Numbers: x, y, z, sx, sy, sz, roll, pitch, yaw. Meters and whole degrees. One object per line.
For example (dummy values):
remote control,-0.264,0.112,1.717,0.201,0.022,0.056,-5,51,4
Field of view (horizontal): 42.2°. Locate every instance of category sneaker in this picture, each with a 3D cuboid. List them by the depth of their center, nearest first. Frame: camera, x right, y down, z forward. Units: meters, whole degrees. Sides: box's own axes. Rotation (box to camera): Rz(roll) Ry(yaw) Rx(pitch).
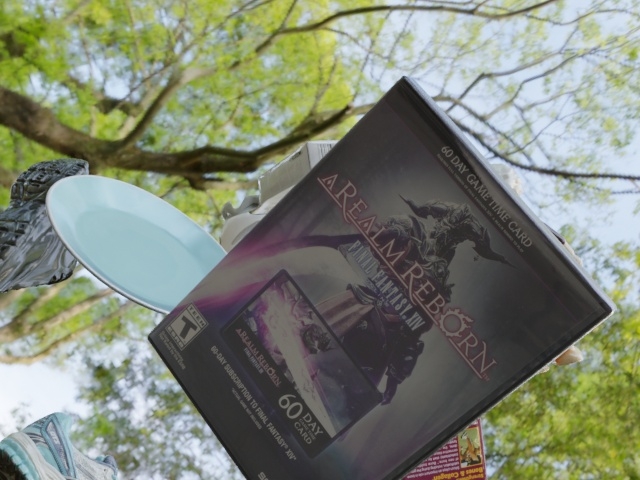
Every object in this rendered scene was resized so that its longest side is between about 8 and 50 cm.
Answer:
sneaker,-0.358,0.017,1.009,0.109,0.286,0.130,7,-51,25
sneaker,-0.297,0.347,1.085,0.110,0.122,0.283,-26,-79,47
sneaker,0.000,0.000,1.303,0.331,0.146,0.122,-10,-38,14

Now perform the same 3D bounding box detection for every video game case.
video game case,0.023,0.056,0.557,0.274,0.026,0.196,-44,-106,21

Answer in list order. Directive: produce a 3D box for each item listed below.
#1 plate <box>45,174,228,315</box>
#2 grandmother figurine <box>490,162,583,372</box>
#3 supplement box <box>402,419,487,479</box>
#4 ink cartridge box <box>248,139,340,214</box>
plate,-0.150,0.011,0.708,0.188,0.188,0.024,43,-70,14
grandmother figurine,0.315,0.041,1.346,0.104,0.208,0.342,158,-83,-74
supplement box,0.117,0.250,0.900,0.081,0.104,0.188,167,-82,-68
ink cartridge box,0.040,-0.083,1.085,0.224,0.223,0.045,-25,-108,63
